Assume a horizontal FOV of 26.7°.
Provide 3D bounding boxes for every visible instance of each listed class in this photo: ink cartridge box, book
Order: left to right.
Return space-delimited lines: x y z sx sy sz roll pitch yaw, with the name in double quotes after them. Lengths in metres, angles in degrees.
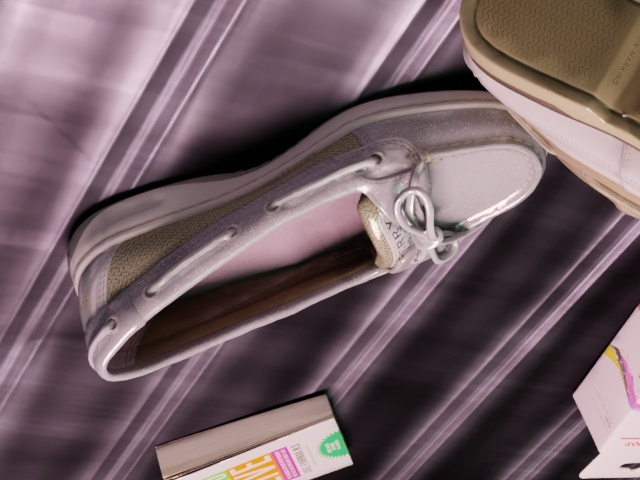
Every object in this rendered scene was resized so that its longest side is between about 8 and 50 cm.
-0.051 0.180 1.111 0.144 0.035 0.096 -20 145 0 "book"
0.296 0.120 1.143 0.115 0.067 0.198 4 134 -25 "ink cartridge box"

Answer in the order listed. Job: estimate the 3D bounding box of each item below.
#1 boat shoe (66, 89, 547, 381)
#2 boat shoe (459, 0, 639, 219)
-0.002 -0.001 0.859 0.320 0.103 0.118 -17 141 -2 "boat shoe"
0.216 -0.058 0.763 0.113 0.302 0.103 -50 164 -4 "boat shoe"
